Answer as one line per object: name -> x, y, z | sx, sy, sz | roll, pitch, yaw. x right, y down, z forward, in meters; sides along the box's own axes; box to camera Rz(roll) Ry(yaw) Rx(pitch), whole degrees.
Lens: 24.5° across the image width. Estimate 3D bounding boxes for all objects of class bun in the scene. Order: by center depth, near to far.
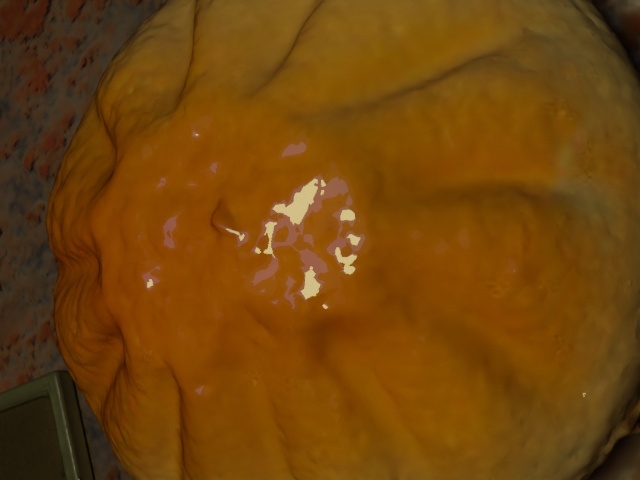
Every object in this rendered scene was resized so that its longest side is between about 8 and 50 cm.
bun -> 0.000, 0.000, 0.625 | 0.299, 0.165, 0.299 | -2, 86, 31

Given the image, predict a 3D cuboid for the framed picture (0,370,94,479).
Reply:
framed picture -> -0.180, 0.216, 0.801 | 0.184, 0.016, 0.250 | -23, 74, 28
